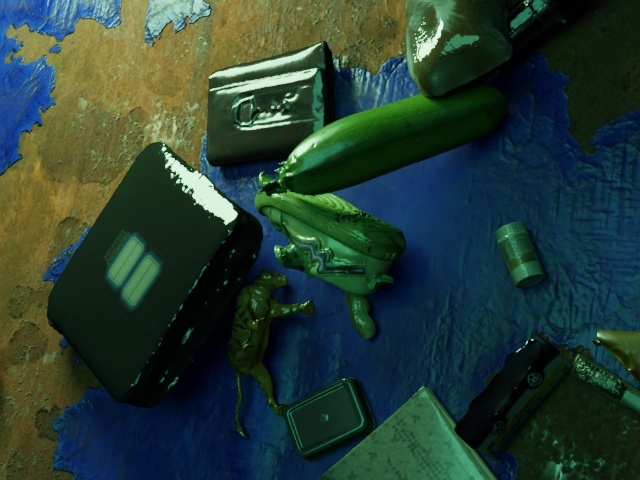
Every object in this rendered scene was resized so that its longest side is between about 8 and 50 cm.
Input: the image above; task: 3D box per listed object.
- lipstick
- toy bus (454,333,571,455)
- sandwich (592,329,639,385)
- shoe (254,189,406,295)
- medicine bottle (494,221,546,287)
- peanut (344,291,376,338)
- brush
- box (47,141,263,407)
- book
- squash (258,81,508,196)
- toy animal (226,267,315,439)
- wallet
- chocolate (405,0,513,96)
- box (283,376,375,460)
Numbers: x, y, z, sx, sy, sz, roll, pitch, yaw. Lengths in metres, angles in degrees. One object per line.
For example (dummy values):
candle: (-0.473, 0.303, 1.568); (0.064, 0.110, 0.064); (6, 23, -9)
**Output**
lipstick: (0.323, -0.336, 1.547); (0.300, 0.081, 0.081); (-42, 61, 16)
toy bus: (0.255, 0.207, 1.416); (0.172, 0.072, 0.057); (-51, 44, 2)
sandwich: (0.454, 0.175, 1.293); (0.128, 0.122, 0.235); (-37, 63, 1)
shoe: (0.002, -0.007, 1.568); (0.262, 0.140, 0.128); (22, 92, 34)
medicine bottle: (0.276, 0.020, 1.480); (0.047, 0.047, 0.083); (-26, 65, 17)
peanut: (0.057, 0.106, 1.568); (0.037, 0.037, 0.083); (-24, 72, 18)
brush: (0.405, 0.205, 1.371); (0.190, 0.027, 0.034); (32, 92, 29)
box: (-0.271, 0.048, 1.680); (0.350, 0.091, 0.359); (36, 93, 47)
book: (0.081, 0.419, 1.461); (0.379, 0.031, 0.264); (-43, 60, 9)
squash: (0.091, -0.145, 1.541); (0.379, 0.101, 0.101); (-22, 64, -4)
toy animal: (-0.104, 0.171, 1.593); (0.116, 0.114, 0.255); (20, 96, 51)
wallet: (-0.086, -0.216, 1.730); (0.229, 0.049, 0.182); (-8, 74, 26)
chocolate: (0.184, -0.323, 1.545); (0.157, 0.080, 0.254); (-26, 36, 24)
box: (0.010, 0.258, 1.545); (0.126, 0.031, 0.091); (-27, 65, 15)
